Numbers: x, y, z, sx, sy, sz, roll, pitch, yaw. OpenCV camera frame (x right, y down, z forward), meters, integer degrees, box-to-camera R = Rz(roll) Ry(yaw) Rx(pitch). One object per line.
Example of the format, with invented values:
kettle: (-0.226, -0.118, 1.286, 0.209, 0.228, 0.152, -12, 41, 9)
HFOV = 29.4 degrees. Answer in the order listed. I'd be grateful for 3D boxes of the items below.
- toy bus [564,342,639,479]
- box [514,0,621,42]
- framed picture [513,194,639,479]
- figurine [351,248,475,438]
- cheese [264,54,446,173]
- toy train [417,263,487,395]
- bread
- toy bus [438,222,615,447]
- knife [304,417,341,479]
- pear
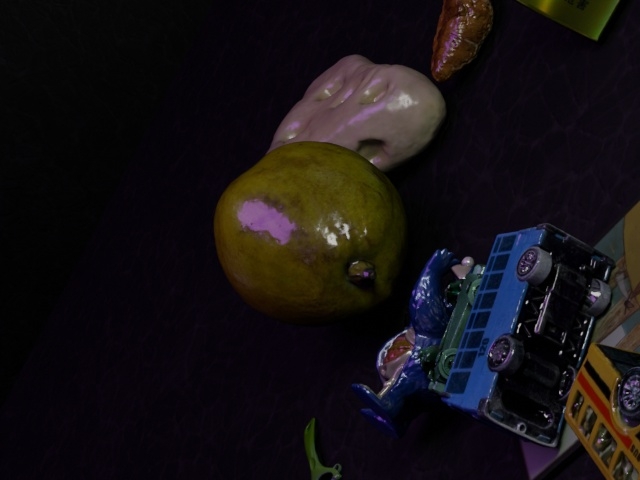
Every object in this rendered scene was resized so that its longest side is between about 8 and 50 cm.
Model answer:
toy bus: (0.341, 0.217, 1.104, 0.335, 0.121, 0.123, -115, 45, -60)
box: (0.368, -0.437, 1.613, 0.311, 0.173, 0.043, -62, -4, 9)
framed picture: (0.317, 0.104, 1.391, 0.324, 0.013, 0.244, -50, 27, 30)
figurine: (0.149, 0.138, 1.594, 0.262, 0.121, 0.164, -60, -14, -6)
cheese: (0.073, -0.226, 2.064, 0.351, 0.129, 0.328, -28, 28, 32)
toy train: (0.190, 0.117, 1.502, 0.172, 0.099, 0.070, -67, 17, -9)
bread: (0.230, -0.353, 1.928, 0.105, 0.076, 0.233, 147, 136, -69)
toy bus: (0.234, 0.111, 1.402, 0.133, 0.116, 0.234, -10, 56, 63)
knife: (-0.006, 0.321, 1.837, 0.078, 0.022, 0.166, -50, 28, 19)
pear: (0.000, 0.000, 1.832, 0.287, 0.287, 0.375, -63, 29, 4)
